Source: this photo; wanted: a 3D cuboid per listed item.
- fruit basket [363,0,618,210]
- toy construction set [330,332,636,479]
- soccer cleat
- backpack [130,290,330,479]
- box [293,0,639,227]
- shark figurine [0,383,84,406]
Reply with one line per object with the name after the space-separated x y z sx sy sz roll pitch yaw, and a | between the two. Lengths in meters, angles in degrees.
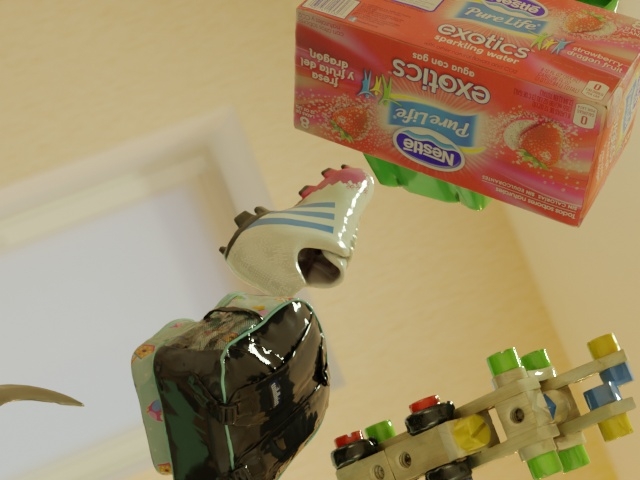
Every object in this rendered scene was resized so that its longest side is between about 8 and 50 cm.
0.176 -0.278 1.682 0.283 0.392 0.392 18 -46 36 | fruit basket
0.141 0.207 1.276 0.327 0.215 0.151 -48 -117 33 | toy construction set
0.000 0.000 1.793 0.143 0.331 0.116 40 -54 15 | soccer cleat
-0.076 0.135 1.215 0.144 0.188 0.165 2 -67 36 | backpack
0.138 -0.153 1.234 0.300 0.154 0.142 20 -45 19 | box
-0.314 0.153 0.945 0.166 0.278 0.116 52 15 17 | shark figurine
